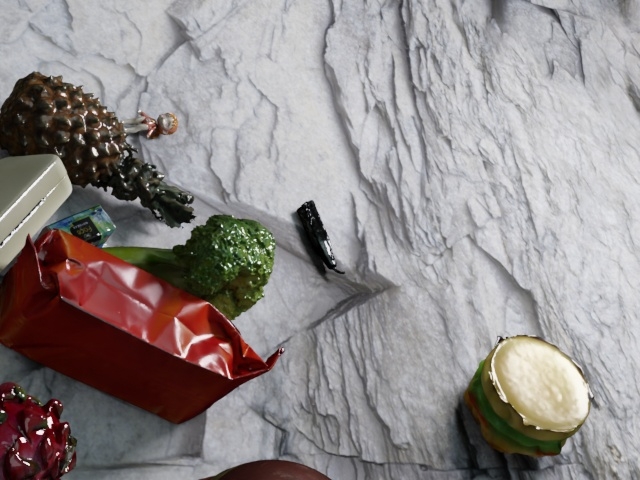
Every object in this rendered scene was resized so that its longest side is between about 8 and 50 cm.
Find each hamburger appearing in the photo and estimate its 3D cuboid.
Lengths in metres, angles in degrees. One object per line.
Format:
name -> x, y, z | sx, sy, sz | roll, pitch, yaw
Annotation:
hamburger -> 0.376, 0.301, 2.164 | 0.237, 0.149, 0.237 | 15, 45, -16

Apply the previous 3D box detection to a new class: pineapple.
pineapple -> -0.363, -0.140, 1.964 | 0.361, 0.175, 0.175 | 31, 43, -24

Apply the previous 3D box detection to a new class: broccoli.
broccoli -> -0.199, 0.063, 1.838 | 0.302, 0.254, 0.186 | -16, 93, -49

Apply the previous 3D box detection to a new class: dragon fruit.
dragon fruit -> -0.447, 0.301, 1.514 | 0.198, 0.218, 0.273 | 12, 42, 22

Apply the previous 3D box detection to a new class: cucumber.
cucumber -> 0.000, 0.000, 2.211 | 0.039, 0.043, 0.163 | 54, 13, -67

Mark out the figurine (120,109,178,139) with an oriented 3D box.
figurine -> -0.313, -0.210, 2.138 | 0.109, 0.047, 0.064 | -6, 68, -30

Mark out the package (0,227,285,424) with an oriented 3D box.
package -> -0.281, 0.142, 1.758 | 0.423, 0.196, 0.123 | 28, 50, -18

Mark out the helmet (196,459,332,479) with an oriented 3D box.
helmet -> -0.066, 0.453, 1.644 | 0.337, 0.230, 0.385 | 50, 41, 7

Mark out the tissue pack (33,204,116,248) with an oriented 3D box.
tissue pack -> -0.389, 0.008, 1.868 | 0.111, 0.085, 0.079 | -27, 76, -47

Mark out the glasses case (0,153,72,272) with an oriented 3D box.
glasses case -> -0.505, -0.019, 1.763 | 0.313, 0.131, 0.070 | -60, 140, -48
